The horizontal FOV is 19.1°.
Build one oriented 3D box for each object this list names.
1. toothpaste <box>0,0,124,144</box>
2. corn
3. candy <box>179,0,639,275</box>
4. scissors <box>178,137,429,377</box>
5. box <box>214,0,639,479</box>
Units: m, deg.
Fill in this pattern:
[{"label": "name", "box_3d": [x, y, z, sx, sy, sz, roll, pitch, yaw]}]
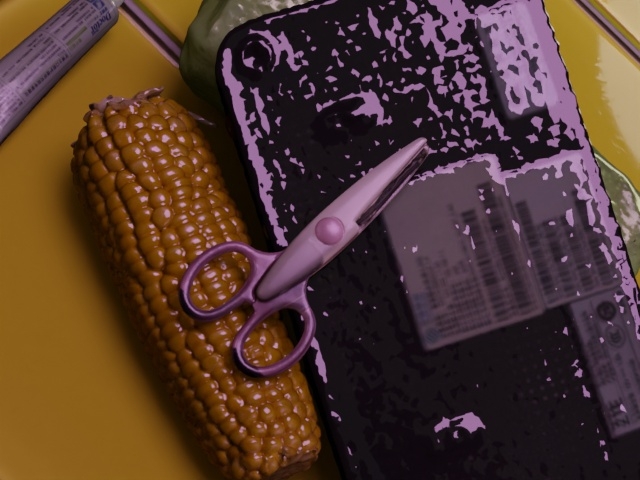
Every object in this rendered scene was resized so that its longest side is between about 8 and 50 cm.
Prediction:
[{"label": "toothpaste", "box_3d": [-0.186, -0.113, 1.236, 0.048, 0.029, 0.197, 38, 54, 2]}, {"label": "corn", "box_3d": [-0.077, 0.028, 1.164, 0.091, 0.091, 0.260, 6, 54, -60]}, {"label": "candy", "box_3d": [0.066, -0.070, 1.280, 0.343, 0.142, 0.132, 35, 79, -2]}, {"label": "scissors", "box_3d": [0.000, 0.000, 1.122, 0.176, 0.022, 0.085, -43, 83, -11]}, {"label": "box", "box_3d": [0.078, 0.011, 1.169, 0.211, 0.058, 0.350, -18, 86, -7]}]
